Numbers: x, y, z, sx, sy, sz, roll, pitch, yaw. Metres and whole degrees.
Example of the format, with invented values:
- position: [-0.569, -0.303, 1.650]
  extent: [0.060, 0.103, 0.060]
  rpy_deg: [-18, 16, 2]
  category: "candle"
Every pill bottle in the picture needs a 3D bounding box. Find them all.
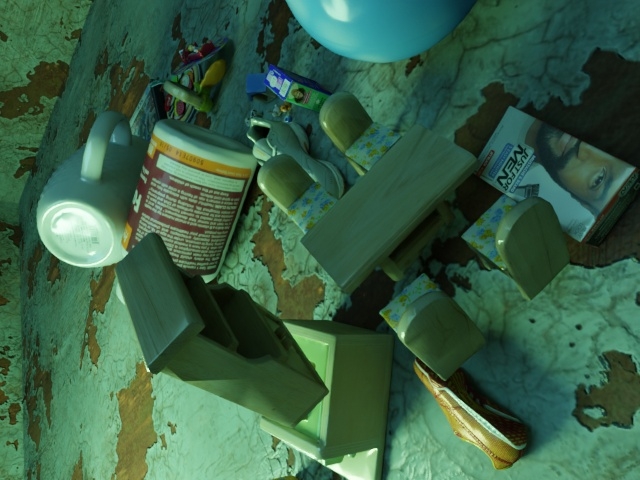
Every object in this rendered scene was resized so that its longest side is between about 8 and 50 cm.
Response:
- position: [-0.302, -0.042, 1.099]
  extent: [0.224, 0.224, 0.393]
  rpy_deg: [38, 111, 46]
  category: "pill bottle"

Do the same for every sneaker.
- position: [-0.059, -0.135, 0.912]
  extent: [0.099, 0.121, 0.262]
  rpy_deg: [-59, 46, 26]
  category: "sneaker"
- position: [0.173, 0.211, 0.631]
  extent: [0.175, 0.064, 0.068]
  rpy_deg: [45, 127, 46]
  category: "sneaker"

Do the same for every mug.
- position: [-0.523, -0.130, 1.223]
  extent: [0.328, 0.276, 0.374]
  rpy_deg: [-91, 16, -62]
  category: "mug"

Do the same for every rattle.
- position: [-0.342, -0.419, 1.278]
  extent: [0.199, 0.130, 0.143]
  rpy_deg: [42, 125, 41]
  category: "rattle"

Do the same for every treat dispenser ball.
- position: [0.081, -0.388, 0.665]
  extent: [0.288, 0.288, 0.289]
  rpy_deg: [-11, 75, 48]
  category: "treat dispenser ball"

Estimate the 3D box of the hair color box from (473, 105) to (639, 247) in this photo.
- position: [0.266, -0.077, 0.578]
  extent: [0.167, 0.053, 0.093]
  rpy_deg: [46, 117, 42]
  category: "hair color box"

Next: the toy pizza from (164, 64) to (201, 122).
- position: [-0.396, -0.418, 1.421]
  extent: [0.201, 0.032, 0.202]
  rpy_deg: [-11, 75, 48]
  category: "toy pizza"

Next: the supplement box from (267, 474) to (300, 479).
- position: [-0.068, 0.529, 0.844]
  extent: [0.078, 0.080, 0.234]
  rpy_deg: [9, 92, 49]
  category: "supplement box"

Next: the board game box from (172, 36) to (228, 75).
- position: [-0.310, -0.473, 1.254]
  extent: [0.168, 0.033, 0.133]
  rpy_deg: [-24, 35, 15]
  category: "board game box"

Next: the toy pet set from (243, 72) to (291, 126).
- position: [-0.124, -0.291, 1.057]
  extent: [0.122, 0.065, 0.114]
  rpy_deg: [-13, 74, 47]
  category: "toy pet set"

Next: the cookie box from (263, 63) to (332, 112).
- position: [-0.036, -0.275, 0.920]
  extent: [0.092, 0.107, 0.040]
  rpy_deg: [49, 121, 42]
  category: "cookie box"

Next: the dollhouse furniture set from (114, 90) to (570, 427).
- position: [0.000, 0.000, 0.606]
  extent: [0.394, 0.256, 0.362]
  rpy_deg: [-45, 44, 2]
  category: "dollhouse furniture set"

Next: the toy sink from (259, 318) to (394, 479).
- position: [0.004, 0.247, 0.766]
  extent: [0.152, 0.131, 0.234]
  rpy_deg: [4, 86, 50]
  category: "toy sink"

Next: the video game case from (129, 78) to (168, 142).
- position: [-0.547, -0.324, 1.578]
  extent: [0.248, 0.035, 0.275]
  rpy_deg: [-44, 53, 35]
  category: "video game case"
